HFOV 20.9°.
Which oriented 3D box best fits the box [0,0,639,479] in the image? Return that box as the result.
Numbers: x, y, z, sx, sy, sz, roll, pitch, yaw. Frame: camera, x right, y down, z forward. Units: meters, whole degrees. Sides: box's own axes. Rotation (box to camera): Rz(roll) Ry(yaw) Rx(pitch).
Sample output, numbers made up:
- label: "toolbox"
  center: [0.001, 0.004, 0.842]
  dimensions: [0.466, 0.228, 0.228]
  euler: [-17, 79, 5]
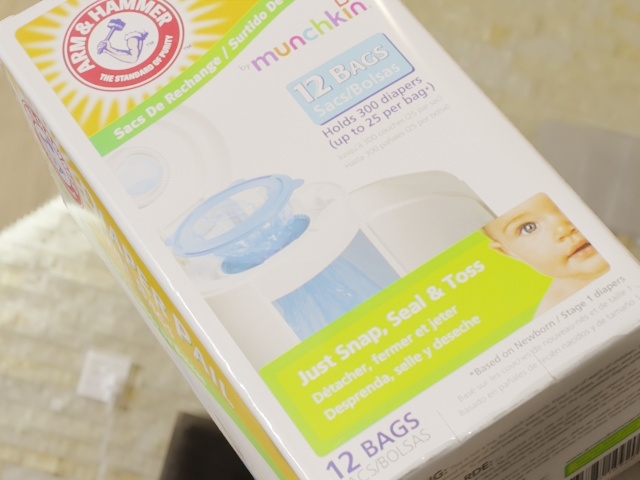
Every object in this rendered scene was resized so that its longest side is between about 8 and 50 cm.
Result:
- label: "box"
  center: [0.000, 0.000, 0.538]
  dimensions: [0.203, 0.114, 0.103]
  euler: [52, -13, 29]
